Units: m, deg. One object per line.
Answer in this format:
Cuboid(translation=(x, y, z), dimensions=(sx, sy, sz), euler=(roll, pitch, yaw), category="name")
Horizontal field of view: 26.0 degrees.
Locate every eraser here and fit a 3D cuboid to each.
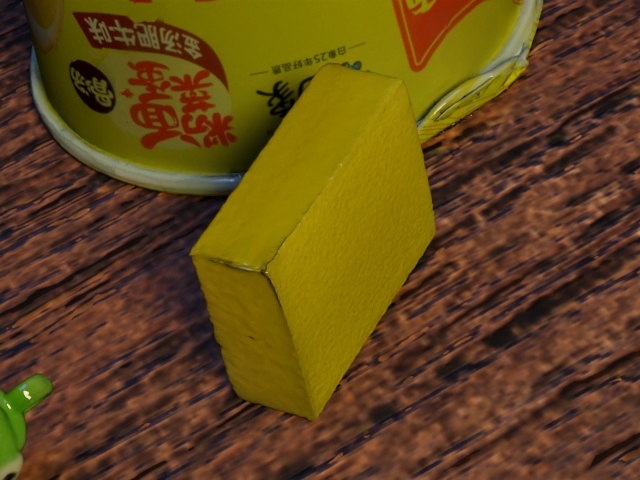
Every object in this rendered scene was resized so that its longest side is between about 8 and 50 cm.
Cuboid(translation=(0.000, 0.000, 0.596), dimensions=(0.045, 0.097, 0.122), euler=(15, 52, 27), category="eraser")

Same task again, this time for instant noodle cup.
Cuboid(translation=(-0.041, -0.202, 0.722), dimensions=(0.311, 0.222, 0.311), euler=(-8, 45, 8), category="instant noodle cup")

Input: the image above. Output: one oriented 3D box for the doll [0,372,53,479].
Cuboid(translation=(-0.182, 0.109, 0.526), dimensions=(0.190, 0.115, 0.050), euler=(-35, 80, -21), category="doll")
